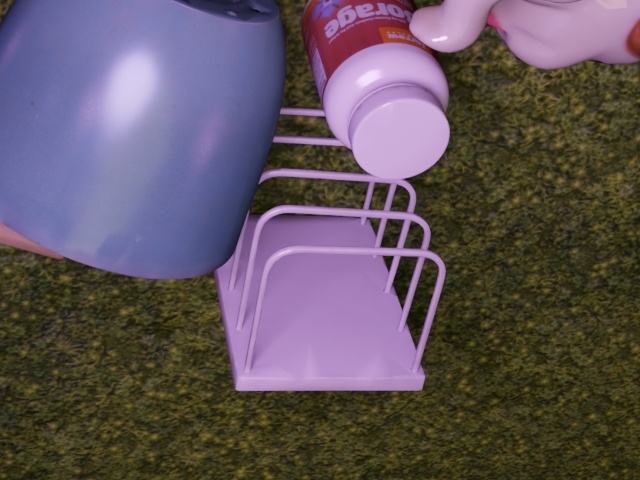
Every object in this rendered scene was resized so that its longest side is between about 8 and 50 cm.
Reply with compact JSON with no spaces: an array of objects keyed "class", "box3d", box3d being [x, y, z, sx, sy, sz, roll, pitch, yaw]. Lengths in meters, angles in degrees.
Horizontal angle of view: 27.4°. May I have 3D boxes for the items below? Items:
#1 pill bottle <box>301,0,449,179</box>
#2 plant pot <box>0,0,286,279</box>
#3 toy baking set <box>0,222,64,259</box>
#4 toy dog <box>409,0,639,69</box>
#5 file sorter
[{"class":"pill bottle","box3d":[0.056,-0.160,1.271,0.121,0.216,0.121,-7,131,-8]},{"class":"plant pot","box3d":[-0.165,-0.145,1.203,0.293,0.293,0.235,16,117,-25]},{"class":"toy baking set","box3d":[-0.297,-0.051,1.384,0.256,0.030,0.197,14,140,-22]},{"class":"toy dog","box3d":[0.211,-0.330,1.160,0.395,0.284,0.408,-35,132,-6]},{"class":"file sorter","box3d":[0.000,0.000,1.363,0.193,0.277,0.173,2,125,-14]}]
